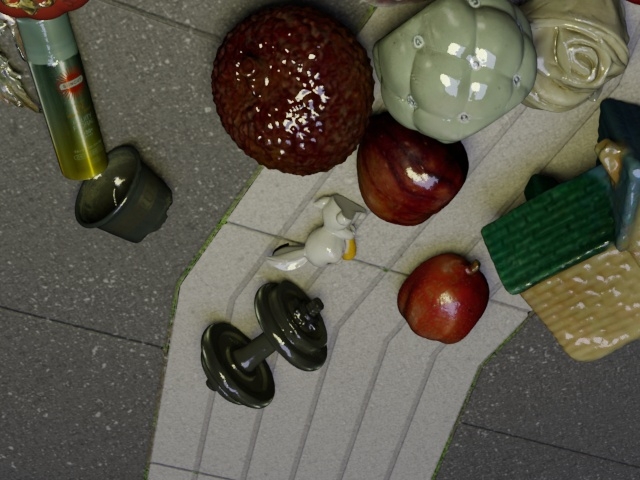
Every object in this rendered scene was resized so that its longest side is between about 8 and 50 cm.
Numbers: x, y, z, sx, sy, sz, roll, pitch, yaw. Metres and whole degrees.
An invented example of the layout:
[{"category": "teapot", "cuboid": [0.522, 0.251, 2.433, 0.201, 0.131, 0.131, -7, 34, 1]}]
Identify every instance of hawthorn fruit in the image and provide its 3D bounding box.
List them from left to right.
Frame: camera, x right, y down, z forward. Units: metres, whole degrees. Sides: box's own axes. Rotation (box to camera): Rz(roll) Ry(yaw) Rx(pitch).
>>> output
[{"category": "hawthorn fruit", "cuboid": [0.240, 0.099, 1.755, 0.169, 0.169, 0.188, 22, 117, -19]}]

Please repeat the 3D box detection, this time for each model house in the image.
[{"category": "model house", "cuboid": [0.500, -0.037, 1.603, 0.382, 0.334, 0.342, -34, 112, 24]}]

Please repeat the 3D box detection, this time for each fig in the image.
[{"category": "fig", "cuboid": [0.130, -0.152, 1.565, 0.186, 0.204, 0.249, -37, 88, -16]}]

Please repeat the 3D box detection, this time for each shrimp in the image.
[{"category": "shrimp", "cuboid": [-0.501, -0.295, 1.471, 0.126, 0.047, 0.223, -34, 121, 6]}]

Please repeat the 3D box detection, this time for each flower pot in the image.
[{"category": "flower pot", "cuboid": [-0.328, -0.068, 1.591, 0.157, 0.157, 0.107, -35, 134, 18]}, {"category": "flower pot", "cuboid": [0.204, -0.265, 1.404, 0.246, 0.246, 0.195, -33, 99, 17]}]

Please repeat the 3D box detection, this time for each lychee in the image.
[{"category": "lychee", "cuboid": [-0.038, -0.232, 1.442, 0.261, 0.260, 0.260, -3, 126, -3]}]

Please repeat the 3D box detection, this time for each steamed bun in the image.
[{"category": "steamed bun", "cuboid": [0.397, -0.295, 1.489, 0.218, 0.144, 0.211, -25, 125, 13]}]

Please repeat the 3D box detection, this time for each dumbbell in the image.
[{"category": "dumbbell", "cuboid": [-0.106, 0.201, 1.772, 0.290, 0.192, 0.192, -38, 120, 19]}]

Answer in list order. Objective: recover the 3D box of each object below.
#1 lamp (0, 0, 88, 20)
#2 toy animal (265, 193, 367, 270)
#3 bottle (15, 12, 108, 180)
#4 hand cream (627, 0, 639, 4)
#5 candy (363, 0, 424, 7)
[{"category": "lamp", "cuboid": [-0.403, -0.414, 1.291, 0.227, 0.227, 0.226, -3, 126, -3]}, {"category": "toy animal", "cuboid": [0.000, 0.000, 1.714, 0.127, 0.131, 0.181, 37, 111, 9]}, {"category": "bottle", "cuboid": [-0.410, -0.236, 1.495, 0.082, 0.082, 0.286, -7, 126, 0]}, {"category": "hand cream", "cuboid": [0.433, -0.442, 1.360, 0.193, 0.193, 0.125, 21, 120, -19]}, {"category": "candy", "cuboid": [0.148, -0.470, 1.335, 0.289, 0.157, 0.214, -38, 139, 13]}]
